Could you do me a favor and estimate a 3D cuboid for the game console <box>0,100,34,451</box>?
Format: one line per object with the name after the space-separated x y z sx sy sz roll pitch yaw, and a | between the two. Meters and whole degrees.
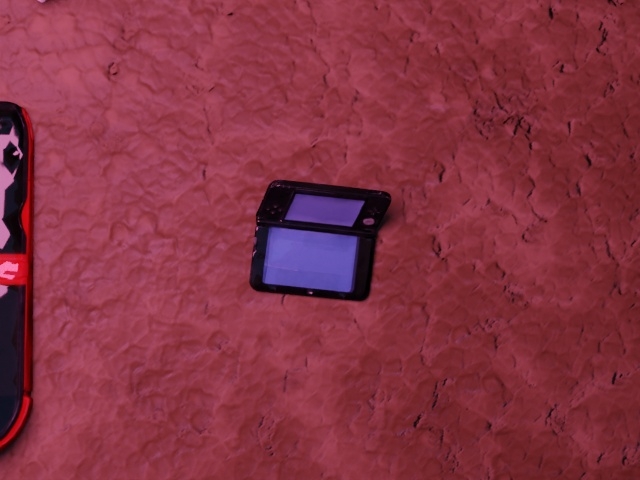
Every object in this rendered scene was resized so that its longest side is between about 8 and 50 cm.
-0.460 0.038 1.738 0.386 0.060 0.342 0 84 -13 | game console

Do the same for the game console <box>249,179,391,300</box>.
0.000 0.000 1.824 0.122 0.107 0.071 6 61 -13 | game console

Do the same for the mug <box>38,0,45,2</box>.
-0.251 -0.273 1.773 0.064 0.062 0.078 -28 103 -18 | mug
